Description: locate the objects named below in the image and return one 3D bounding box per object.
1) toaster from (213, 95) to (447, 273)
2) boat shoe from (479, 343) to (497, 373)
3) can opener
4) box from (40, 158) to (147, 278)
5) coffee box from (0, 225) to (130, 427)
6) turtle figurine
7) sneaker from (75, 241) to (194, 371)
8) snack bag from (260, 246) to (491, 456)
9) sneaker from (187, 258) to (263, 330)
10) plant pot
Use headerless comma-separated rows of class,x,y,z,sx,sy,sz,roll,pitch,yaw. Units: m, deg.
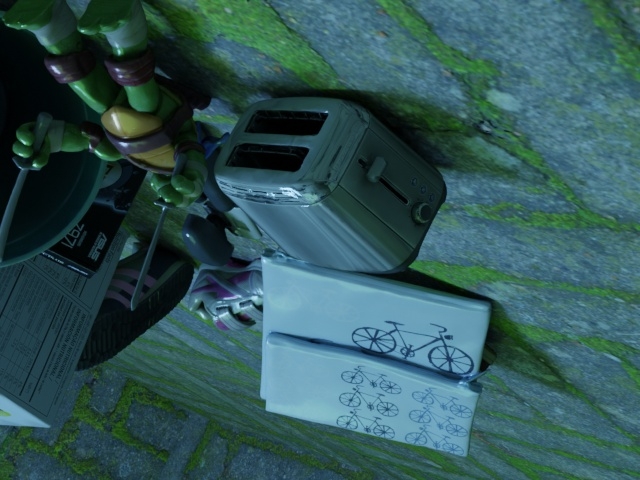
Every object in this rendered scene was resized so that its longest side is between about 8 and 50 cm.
toaster,0.000,-0.058,1.132,0.227,0.129,0.146,10,155,48
boat shoe,0.106,0.170,1.708,0.342,0.123,0.123,9,158,45
can opener,-0.146,-0.046,1.437,0.076,0.095,0.283,18,163,20
box,-0.315,-0.064,1.474,0.147,0.180,0.077,29,164,-12
coffee box,-0.552,0.053,1.711,0.337,0.338,0.334,-3,147,35
turtle figurine,-0.212,-0.094,1.113,0.198,0.274,0.266,42,158,46
sneaker,-0.352,0.103,1.910,0.131,0.319,0.112,30,126,20
snack bag,0.070,0.163,1.597,0.323,0.037,0.343,13,137,9
sneaker,-0.113,0.095,1.814,0.252,0.111,0.103,6,156,49
plant pot,-0.404,-0.130,1.296,0.271,0.272,0.255,35,176,-31
